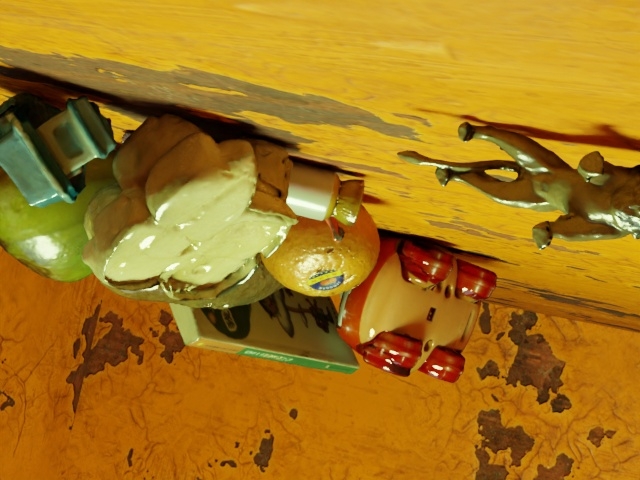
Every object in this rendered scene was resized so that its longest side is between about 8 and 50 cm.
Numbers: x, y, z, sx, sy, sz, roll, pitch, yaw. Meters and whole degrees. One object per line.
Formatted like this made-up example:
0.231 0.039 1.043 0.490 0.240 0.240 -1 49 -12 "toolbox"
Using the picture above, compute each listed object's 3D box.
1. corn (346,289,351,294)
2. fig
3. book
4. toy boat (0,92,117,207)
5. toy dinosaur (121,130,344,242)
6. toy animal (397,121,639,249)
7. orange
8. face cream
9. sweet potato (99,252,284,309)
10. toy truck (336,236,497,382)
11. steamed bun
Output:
-0.067 -0.009 1.861 0.292 0.101 0.101 18 175 -20 "corn"
-0.294 -0.044 1.606 0.191 0.181 0.181 -17 -173 -19 "fig"
-0.098 0.052 1.961 0.043 0.260 0.371 -37 152 24 "book"
-0.236 -0.091 1.283 0.109 0.098 0.238 57 176 -11 "toy boat"
-0.114 -0.069 1.448 0.286 0.070 0.139 14 155 36 "toy dinosaur"
0.147 -0.034 0.898 0.220 0.069 0.086 14 -164 21 "toy animal"
-0.002 0.000 1.580 0.136 0.117 0.135 -10 140 -8 "orange"
-0.049 -0.057 1.370 0.182 0.051 0.072 14 -179 -4 "face cream"
-0.083 0.021 1.661 0.385 0.109 0.109 -7 -170 -38 "sweet potato"
0.103 0.083 2.043 0.239 0.189 0.265 22 -178 39 "toy truck"
-0.115 -0.039 1.262 0.177 0.106 0.192 4 139 -41 "steamed bun"
